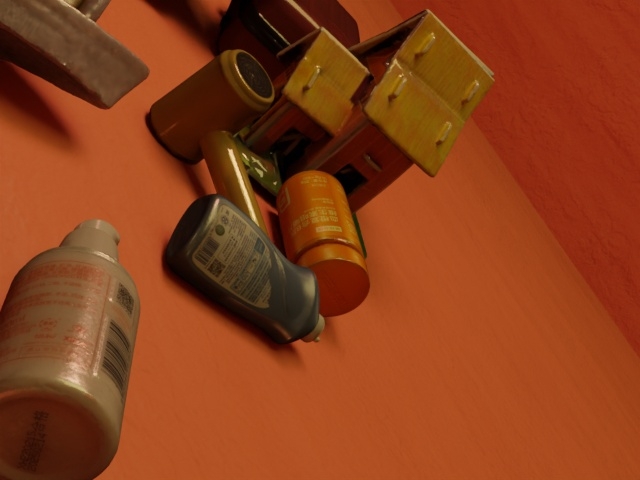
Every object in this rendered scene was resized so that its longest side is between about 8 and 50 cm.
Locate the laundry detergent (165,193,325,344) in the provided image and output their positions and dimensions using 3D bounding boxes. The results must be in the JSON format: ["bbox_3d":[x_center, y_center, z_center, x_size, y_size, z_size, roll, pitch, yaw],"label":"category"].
[{"bbox_3d":[-0.067,0.044,1.021,0.206,0.061,0.096,42,53,-27],"label":"laundry detergent"}]

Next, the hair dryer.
[{"bbox_3d":[-0.097,-0.082,1.126,0.090,0.135,0.278,15,50,-57],"label":"hair dryer"}]

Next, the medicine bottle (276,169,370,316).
[{"bbox_3d":[0.000,0.000,1.213,0.096,0.096,0.192,37,24,-32],"label":"medicine bottle"}]

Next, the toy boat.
[{"bbox_3d":[-0.277,-0.299,0.947,0.276,0.293,0.111,16,-9,-23],"label":"toy boat"}]

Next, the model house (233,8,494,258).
[{"bbox_3d":[0.051,-0.224,1.387,0.300,0.324,0.340,40,22,-29],"label":"model house"}]

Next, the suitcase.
[{"bbox_3d":[-0.048,-0.347,1.636,0.236,0.161,0.297,42,21,-20],"label":"suitcase"}]

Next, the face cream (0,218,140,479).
[{"bbox_3d":[-0.184,0.060,0.704,0.101,0.101,0.251,40,21,-25],"label":"face cream"}]
